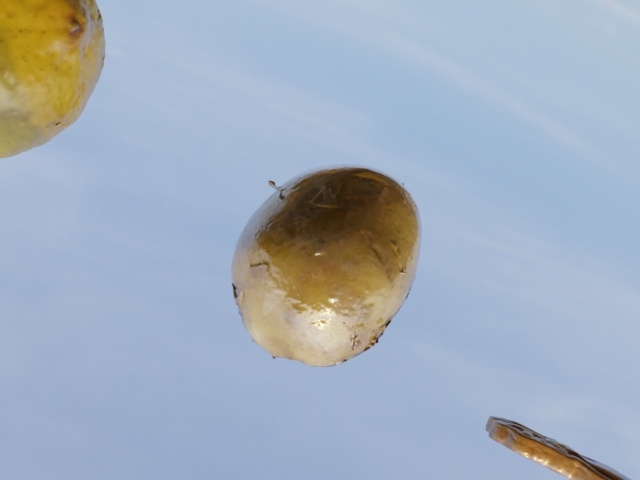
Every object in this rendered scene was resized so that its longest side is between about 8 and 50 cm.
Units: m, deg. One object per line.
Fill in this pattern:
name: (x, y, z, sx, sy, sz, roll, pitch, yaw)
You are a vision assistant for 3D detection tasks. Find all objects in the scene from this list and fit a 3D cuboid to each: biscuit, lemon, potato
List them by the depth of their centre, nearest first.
lemon: (-0.377, -0.221, 1.051, 0.293, 0.293, 0.293, 20, -148, -13)
potato: (0.000, 0.000, 1.201, 0.239, 0.116, 0.299, 16, -119, 20)
biscuit: (0.375, 0.326, 1.364, 0.295, 0.044, 0.186, 27, 180, 7)
